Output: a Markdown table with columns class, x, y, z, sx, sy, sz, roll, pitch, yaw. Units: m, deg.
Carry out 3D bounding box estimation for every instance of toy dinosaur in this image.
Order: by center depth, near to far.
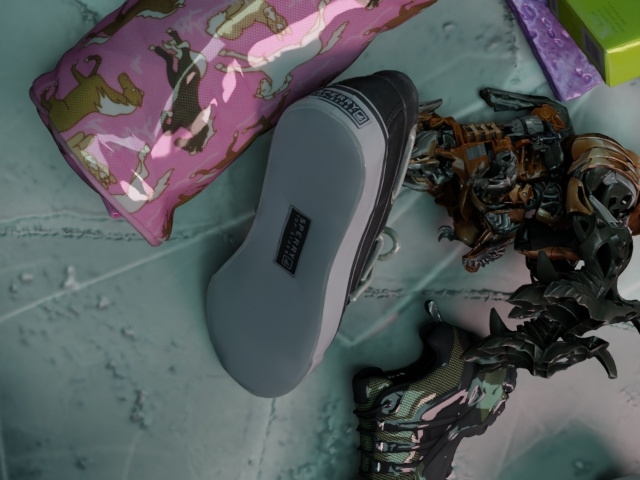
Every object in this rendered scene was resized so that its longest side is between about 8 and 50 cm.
| class | x | y | z | sx | sy | sz | roll | pitch | yaw |
| --- | --- | --- | --- | --- | --- | --- | --- | --- | --- |
| toy dinosaur | 0.195 | -0.019 | 1.044 | 0.321 | 0.164 | 0.218 | 4 | 63 | 15 |

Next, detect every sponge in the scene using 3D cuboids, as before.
| class | x | y | z | sx | sy | sz | roll | pitch | yaw |
| --- | --- | --- | --- | --- | --- | --- | --- | --- | --- |
| sponge | 0.257 | -0.216 | 1.084 | 0.210 | 0.031 | 0.117 | -32 | 104 | -1 |

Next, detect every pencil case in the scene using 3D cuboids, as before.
| class | x | y | z | sx | sy | sz | roll | pitch | yaw |
| --- | --- | --- | --- | --- | --- | --- | --- | --- | --- |
| pencil case | -0.032 | -0.165 | 0.975 | 0.386 | 0.160 | 0.167 | -39 | 126 | 0 |

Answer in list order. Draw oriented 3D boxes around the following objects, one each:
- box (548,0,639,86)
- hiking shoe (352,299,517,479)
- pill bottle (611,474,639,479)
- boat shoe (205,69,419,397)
| class | x | y | z | sx | sy | sz | roll | pitch | yaw |
| --- | --- | --- | --- | --- | --- | --- | --- | --- | --- |
| box | 0.278 | -0.191 | 1.020 | 0.178 | 0.109 | 0.042 | -21 | 137 | -4 |
| hiking shoe | 0.059 | 0.162 | 1.111 | 0.114 | 0.086 | 0.227 | 37 | 84 | -7 |
| pill bottle | 0.320 | 0.351 | 1.148 | 0.161 | 0.161 | 0.283 | -39 | 105 | 0 |
| boat shoe | -0.003 | -0.003 | 1.014 | 0.113 | 0.105 | 0.306 | 35 | 134 | 22 |
